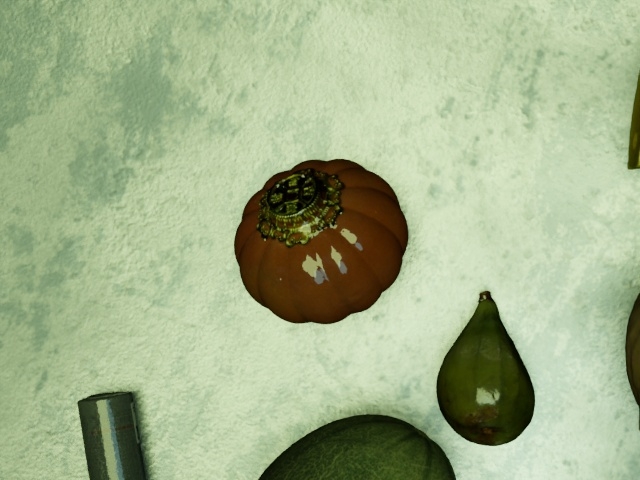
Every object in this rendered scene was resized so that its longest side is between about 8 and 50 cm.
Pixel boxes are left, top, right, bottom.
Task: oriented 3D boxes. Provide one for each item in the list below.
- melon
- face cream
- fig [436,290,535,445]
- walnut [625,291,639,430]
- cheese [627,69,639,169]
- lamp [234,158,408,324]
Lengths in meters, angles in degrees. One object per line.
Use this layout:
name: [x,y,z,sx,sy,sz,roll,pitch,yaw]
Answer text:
melon: [0.030,0.349,1.660,0.237,0.237,0.302,43,94,6]
face cream: [-0.261,0.340,1.776,0.073,0.073,0.284,-10,88,7]
fig: [0.198,0.166,1.714,0.126,0.133,0.185,-38,46,20]
walnut: [0.550,0.136,1.563,0.397,0.308,0.354,-23,54,6]
cheese: [0.434,-0.182,1.684,0.126,0.093,0.171,-11,87,7]
lamp: [0.000,0.000,1.685,0.223,0.196,0.223,-13,51,16]
